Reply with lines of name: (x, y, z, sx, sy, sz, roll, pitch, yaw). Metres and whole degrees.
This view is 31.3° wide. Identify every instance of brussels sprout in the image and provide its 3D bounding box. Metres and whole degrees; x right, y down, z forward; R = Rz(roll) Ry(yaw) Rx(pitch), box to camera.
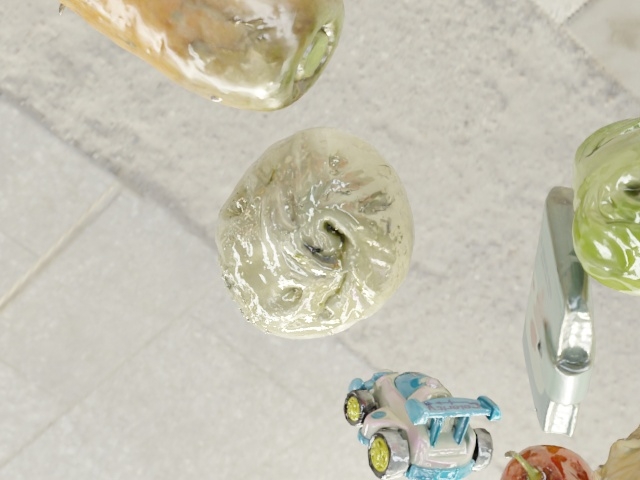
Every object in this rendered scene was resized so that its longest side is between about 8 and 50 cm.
brussels sprout: (0.456, -0.051, 1.431, 0.328, 0.328, 0.247, -24, 80, 30)

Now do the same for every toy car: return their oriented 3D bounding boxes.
toy car: (0.101, 0.166, 1.157, 0.126, 0.161, 0.098, 4, 120, -26)

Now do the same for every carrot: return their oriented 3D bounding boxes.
carrot: (-0.148, -0.303, 1.403, 0.341, 0.224, 0.224, 30, 130, 13)

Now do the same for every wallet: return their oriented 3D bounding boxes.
wallet: (0.362, 0.120, 1.727, 0.083, 0.252, 0.360, -3, 139, 1)

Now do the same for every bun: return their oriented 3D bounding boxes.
bun: (0.000, 0.000, 1.884, 0.326, 0.234, 0.362, 24, 97, -18)

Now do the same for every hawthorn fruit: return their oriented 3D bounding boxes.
hawthorn fruit: (0.267, 0.307, 1.420, 0.165, 0.165, 0.285, -14, 134, 25)

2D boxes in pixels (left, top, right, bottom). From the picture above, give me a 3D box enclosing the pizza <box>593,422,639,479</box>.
pizza: (0.196, 0.183, 0.697, 0.074, 0.287, 0.251, 29, 145, 8)
